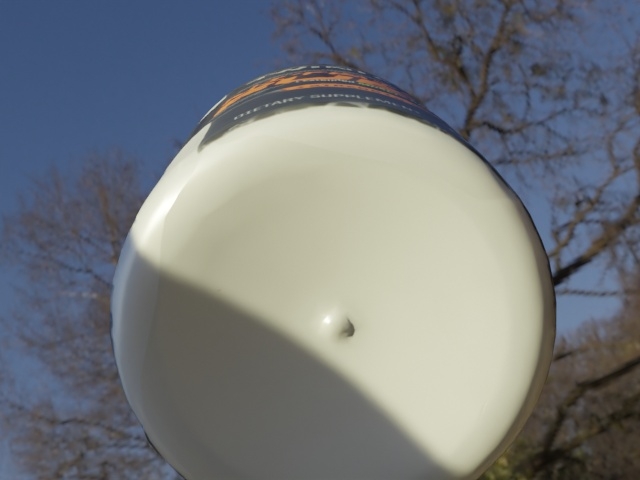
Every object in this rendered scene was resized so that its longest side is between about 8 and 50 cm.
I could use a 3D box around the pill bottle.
[{"bbox_3d":[0.000,0.000,0.434,0.130,0.130,0.245,-23,12,3],"label":"pill bottle"}]
